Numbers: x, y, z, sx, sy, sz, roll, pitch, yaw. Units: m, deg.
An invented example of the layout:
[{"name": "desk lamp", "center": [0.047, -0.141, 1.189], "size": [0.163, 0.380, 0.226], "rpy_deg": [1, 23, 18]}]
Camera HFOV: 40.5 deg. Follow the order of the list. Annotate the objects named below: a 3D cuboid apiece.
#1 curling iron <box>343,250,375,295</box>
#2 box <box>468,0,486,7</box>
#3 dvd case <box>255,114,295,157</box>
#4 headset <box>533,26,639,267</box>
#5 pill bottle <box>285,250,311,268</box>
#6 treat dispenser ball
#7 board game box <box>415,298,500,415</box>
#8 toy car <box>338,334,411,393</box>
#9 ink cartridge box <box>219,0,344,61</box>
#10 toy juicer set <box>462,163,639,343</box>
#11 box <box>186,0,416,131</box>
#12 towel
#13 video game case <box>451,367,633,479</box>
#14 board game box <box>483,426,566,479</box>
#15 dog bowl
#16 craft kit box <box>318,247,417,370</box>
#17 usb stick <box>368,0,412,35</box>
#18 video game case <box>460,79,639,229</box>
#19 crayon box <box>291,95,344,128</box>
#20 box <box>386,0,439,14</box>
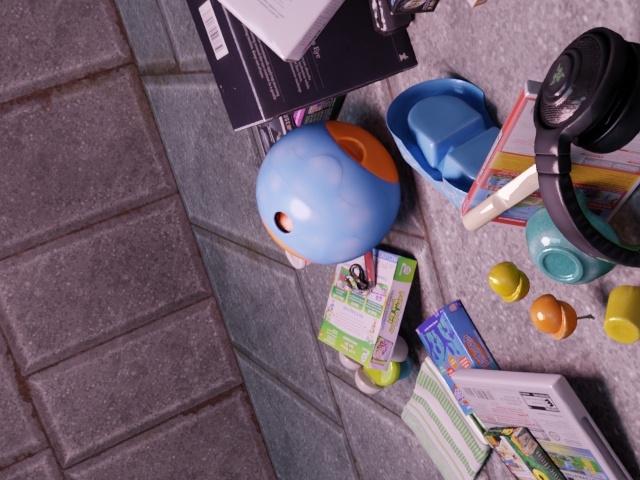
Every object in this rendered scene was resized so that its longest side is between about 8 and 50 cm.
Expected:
[{"name": "curling iron", "center": [0.084, -0.017, 1.869], "size": [0.035, 0.068, 0.274], "rpy_deg": [44, -134, -82]}, {"name": "box", "center": [0.231, -0.404, 1.267], "size": [0.081, 0.028, 0.136], "rpy_deg": [62, 157, 13]}, {"name": "dvd case", "center": [-0.100, -0.249, 1.914], "size": [0.179, 0.030, 0.238], "rpy_deg": [28, 139, 60]}, {"name": "headset", "center": [0.349, -0.170, 0.979], "size": [0.185, 0.243, 0.394], "rpy_deg": [-154, 63, -72]}, {"name": "pill bottle", "center": [0.000, 0.000, 2.039], "size": [0.087, 0.160, 0.087], "rpy_deg": [50, 153, 37]}, {"name": "treat dispenser ball", "center": [0.015, -0.095, 1.731], "size": [0.288, 0.288, 0.288], "rpy_deg": [50, 153, 37]}, {"name": "board game box", "center": [0.287, 0.241, 1.763], "size": [0.210, 0.047, 0.160], "rpy_deg": [60, 158, 13]}, {"name": "toy car", "center": [0.142, 0.258, 2.011], "size": [0.182, 0.136, 0.159], "rpy_deg": [53, 124, 38]}, {"name": "ink cartridge box", "center": [-0.060, -0.496, 1.290], "size": [0.324, 0.330, 0.071], "rpy_deg": [44, -161, 9]}, {"name": "toy juicer set", "center": [0.322, 0.011, 1.238], "size": [0.209, 0.089, 0.329], "rpy_deg": [-11, 123, 47]}, {"name": "box", "center": [-0.048, -0.407, 1.533], "size": [0.179, 0.312, 0.343], "rpy_deg": [3, 113, 67]}, {"name": "towel", "center": [0.282, 0.423, 1.976], "size": [0.248, 0.038, 0.325], "rpy_deg": [54, 155, 27]}, {"name": "video game case", "center": [0.401, 0.357, 1.542], "size": [0.300, 0.036, 0.329], "rpy_deg": [55, 159, -7]}, {"name": "board game box", "center": [0.411, 0.449, 1.583], "size": [0.259, 0.030, 0.136], "rpy_deg": [52, 158, 0]}, {"name": "dog bowl", "center": [0.228, -0.143, 1.370], "size": [0.297, 0.166, 0.074], "rpy_deg": [48, 163, 39]}, {"name": "craft kit box", "center": [0.098, 0.136, 1.923], "size": [0.250, 0.061, 0.246], "rpy_deg": [20, 93, 62]}, {"name": "usb stick", "center": [0.098, -0.481, 1.435], "size": [0.045, 0.077, 0.278], "rpy_deg": [21, 130, 53]}, {"name": "video game case", "center": [0.324, -0.096, 1.156], "size": [0.285, 0.204, 0.025], "rpy_deg": [106, 172, -58]}, {"name": "crayon box", "center": [-0.071, -0.397, 1.882], "size": [0.313, 0.106, 0.363], "rpy_deg": [61, 159, 16]}, {"name": "box", "center": [0.147, -0.453, 1.304], "size": [0.180, 0.078, 0.147], "rpy_deg": [123, 136, -65]}]
